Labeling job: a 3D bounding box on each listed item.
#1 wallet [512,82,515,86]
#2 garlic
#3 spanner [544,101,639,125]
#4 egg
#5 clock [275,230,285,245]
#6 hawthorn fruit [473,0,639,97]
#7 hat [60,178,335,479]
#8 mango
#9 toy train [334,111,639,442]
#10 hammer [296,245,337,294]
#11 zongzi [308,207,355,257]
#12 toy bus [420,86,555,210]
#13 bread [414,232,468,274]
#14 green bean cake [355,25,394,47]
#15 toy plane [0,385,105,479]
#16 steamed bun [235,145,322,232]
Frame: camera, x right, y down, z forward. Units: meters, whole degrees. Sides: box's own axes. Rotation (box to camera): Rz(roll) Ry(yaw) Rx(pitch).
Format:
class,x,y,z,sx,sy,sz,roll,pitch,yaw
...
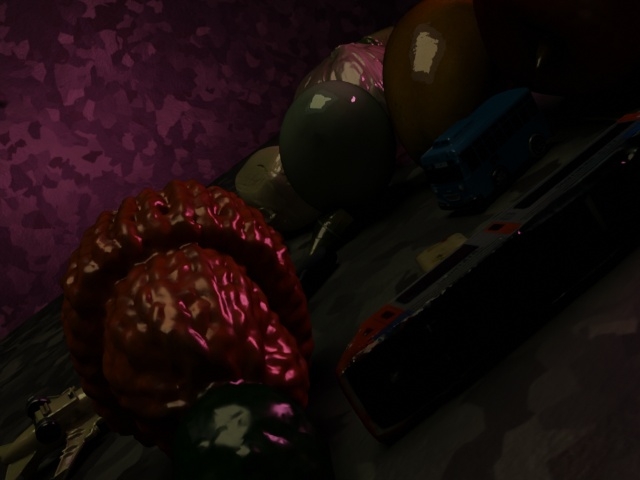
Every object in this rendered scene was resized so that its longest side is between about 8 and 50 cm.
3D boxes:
class,x,y,z,sx,sy,sz,roll,pitch,yaw
wallet,0.409,-0.351,1.523,0.316,0.044,0.169,-20,16,38
garlic,0.076,-0.280,1.571,0.317,0.260,0.317,-14,11,3
spanner,0.387,-0.176,1.052,0.054,0.015,0.254,-34,14,-2
egg,0.030,-0.155,1.301,0.203,0.203,0.283,-37,-25,-16
clock,-0.155,0.049,1.414,0.205,0.051,0.205,-31,13,8
hawthorn fruit,0.384,-0.379,1.051,0.402,0.403,0.403,-31,15,9
hat,-0.133,0.119,0.713,0.285,0.285,0.400,-32,20,4
mango,0.212,-0.263,1.267,0.221,0.264,0.378,-3,42,16
toy train,0.181,0.024,0.704,0.409,0.086,0.089,-37,14,-11
hammer,-0.052,0.095,1.073,0.137,0.037,0.290,-20,20,43
zongzi,0.000,0.000,1.270,0.113,0.052,0.104,-53,9,-13
toy bus,0.231,-0.129,1.057,0.184,0.106,0.090,-40,18,-25
bread,0.154,0.032,0.856,0.068,0.028,0.154,-31,16,3
green bean cake,0.135,-0.376,1.841,0.125,0.222,0.248,-34,7,-32
toy plane,-0.375,0.263,1.123,0.244,0.092,0.229,-40,31,-15
steamed bun,-0.083,-0.093,1.521,0.238,0.170,0.153,-5,50,60
